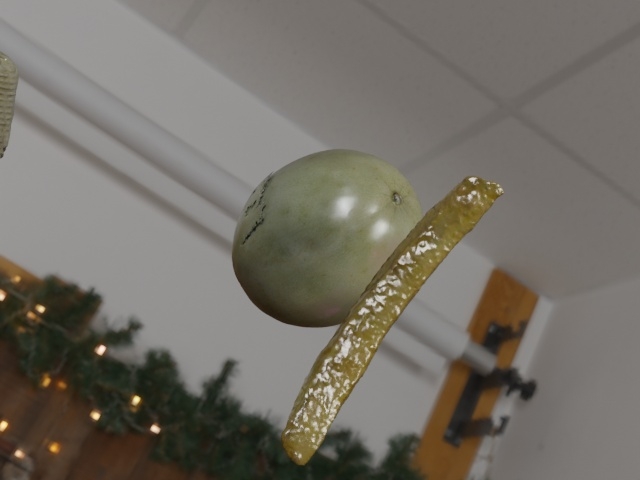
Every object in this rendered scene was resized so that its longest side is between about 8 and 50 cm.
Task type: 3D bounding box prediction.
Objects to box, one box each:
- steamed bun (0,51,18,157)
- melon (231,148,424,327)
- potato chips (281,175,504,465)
[{"bbox_3d":[-0.598,-0.219,1.710,0.144,0.218,0.211,5,4,13],"label":"steamed bun"},{"bbox_3d":[0.000,0.000,1.647,0.268,0.268,0.330,40,-45,-24],"label":"melon"},{"bbox_3d":[0.073,0.085,1.268,0.057,0.407,0.080,38,-7,-12],"label":"potato chips"}]
